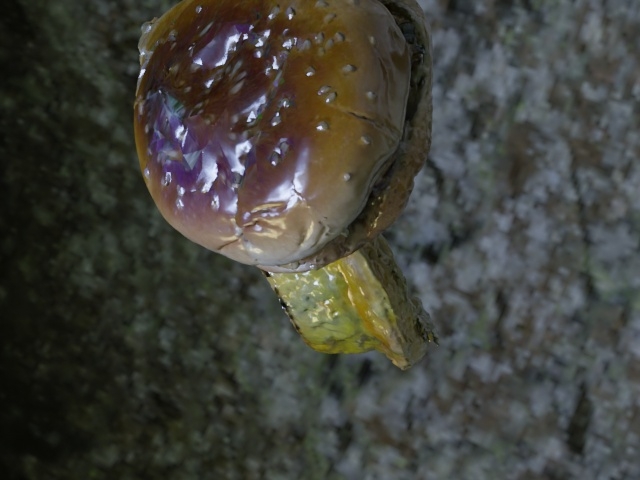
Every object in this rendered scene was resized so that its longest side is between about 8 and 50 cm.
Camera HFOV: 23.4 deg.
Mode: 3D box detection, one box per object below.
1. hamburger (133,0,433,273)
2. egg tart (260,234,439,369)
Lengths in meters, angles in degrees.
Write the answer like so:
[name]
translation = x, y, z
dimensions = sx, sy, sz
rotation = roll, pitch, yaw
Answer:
[hamburger]
translation = -0.032, -0.103, 1.180
dimensions = 0.146, 0.286, 0.243
rotation = 19, -72, -42
[egg tart]
translation = 0.000, 0.000, 1.409
dimensions = 0.118, 0.288, 0.288
rotation = -27, -33, 2
